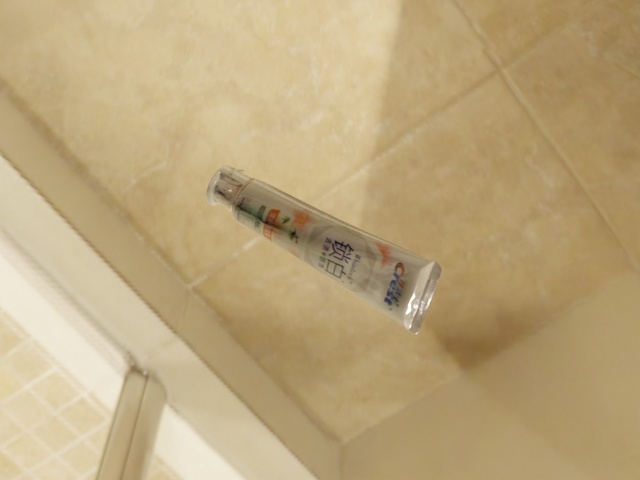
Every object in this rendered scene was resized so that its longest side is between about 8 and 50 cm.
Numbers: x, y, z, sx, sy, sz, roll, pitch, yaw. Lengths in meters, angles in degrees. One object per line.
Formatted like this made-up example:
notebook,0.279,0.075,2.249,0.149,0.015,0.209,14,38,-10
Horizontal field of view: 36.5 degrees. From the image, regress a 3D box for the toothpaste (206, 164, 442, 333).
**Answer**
toothpaste,0.000,0.000,1.212,0.323,0.066,0.100,29,118,22
